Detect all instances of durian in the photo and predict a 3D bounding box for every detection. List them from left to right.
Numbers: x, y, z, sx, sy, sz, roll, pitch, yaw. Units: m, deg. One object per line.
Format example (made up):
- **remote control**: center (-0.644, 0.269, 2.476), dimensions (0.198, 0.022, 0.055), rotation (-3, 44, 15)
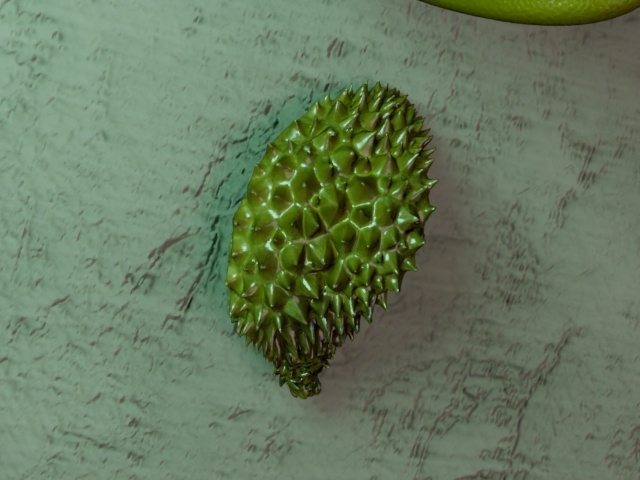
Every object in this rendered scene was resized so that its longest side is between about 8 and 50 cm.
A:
- **durian**: center (0.000, 0.000, 1.714), dimensions (0.172, 0.166, 0.306), rotation (14, 97, -8)

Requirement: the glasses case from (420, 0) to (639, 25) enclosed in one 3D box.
- **glasses case**: center (0.109, -0.267, 1.504), dimensions (0.173, 0.371, 0.141), rotation (-14, 120, -41)
